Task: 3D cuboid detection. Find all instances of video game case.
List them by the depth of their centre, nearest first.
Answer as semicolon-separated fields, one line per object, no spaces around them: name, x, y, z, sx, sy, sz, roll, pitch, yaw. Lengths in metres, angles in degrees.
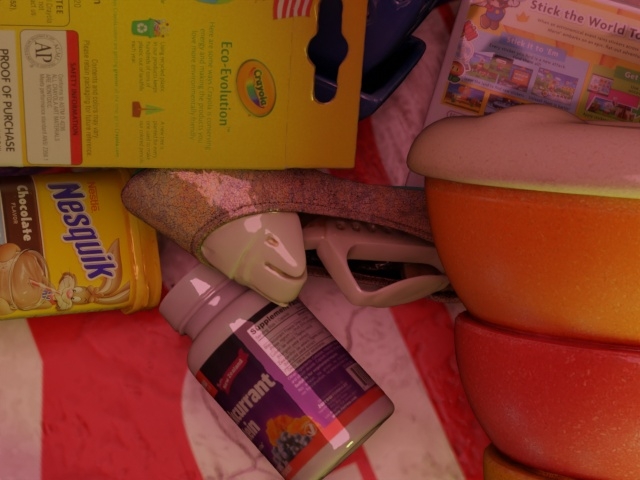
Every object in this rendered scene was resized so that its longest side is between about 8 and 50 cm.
video game case;0.209;-0.109;1.169;0.227;0.026;0.206;17;100;6

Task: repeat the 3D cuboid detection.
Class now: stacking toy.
stacking toy;0.228;0.143;1.004;0.350;0.350;0.480;3;97;2

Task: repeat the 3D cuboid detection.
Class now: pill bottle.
pill bottle;-0.041;0.102;1.124;0.108;0.108;0.193;-42;80;-7

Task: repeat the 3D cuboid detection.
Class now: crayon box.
crayon box;-0.128;-0.153;0.985;0.318;0.081;0.202;1;122;-6

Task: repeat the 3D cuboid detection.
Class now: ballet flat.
ballet flat;0.000;0.000;1.089;0.316;0.107;0.106;4;55;-22

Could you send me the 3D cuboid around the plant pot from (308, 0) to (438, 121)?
plant pot;-0.001;-0.236;1.116;0.236;0.236;0.212;24;117;5

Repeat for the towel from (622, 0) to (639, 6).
towel;0.377;-0.313;1.152;0.332;0.053;0.317;-30;79;27

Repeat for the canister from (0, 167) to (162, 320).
canister;-0.227;0.004;1.135;0.170;0.073;0.126;-5;81;-24
